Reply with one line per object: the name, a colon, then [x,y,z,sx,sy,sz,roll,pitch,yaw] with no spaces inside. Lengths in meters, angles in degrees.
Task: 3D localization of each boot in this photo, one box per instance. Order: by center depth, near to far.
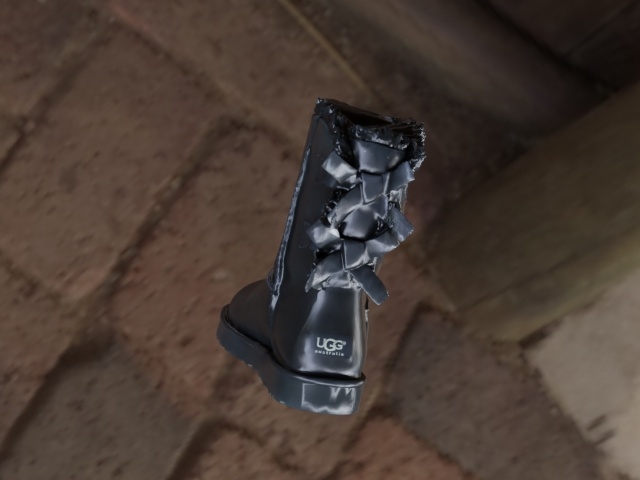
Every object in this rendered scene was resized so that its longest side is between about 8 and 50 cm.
boot: [-0.001,0.000,0.645,0.045,0.121,0.099,9,98,-14]
